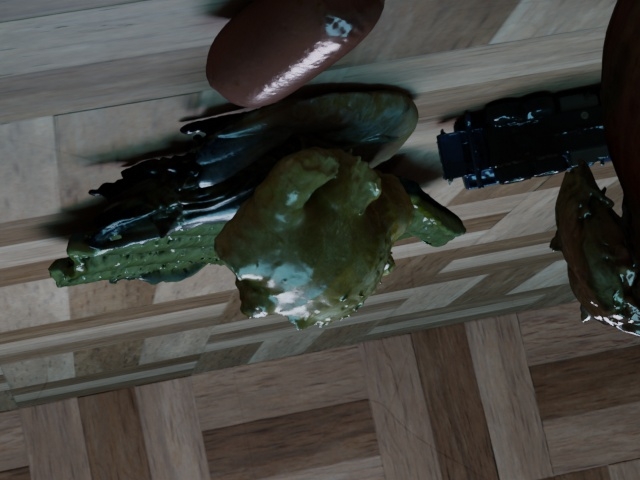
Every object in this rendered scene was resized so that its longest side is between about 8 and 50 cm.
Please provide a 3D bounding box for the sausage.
[{"bbox_3d":[-0.019,-0.127,1.008,0.062,0.062,0.154,-6,168,-32],"label":"sausage"}]

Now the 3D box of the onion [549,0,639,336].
[{"bbox_3d":[0.334,-0.068,1.018,0.353,0.354,0.353,-12,170,-2],"label":"onion"}]

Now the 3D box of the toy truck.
[{"bbox_3d":[0.206,-0.089,1.472,0.201,0.074,0.088,-11,175,-3],"label":"toy truck"}]

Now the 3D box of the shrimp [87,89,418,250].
[{"bbox_3d":[-0.055,-0.064,1.326,0.289,0.075,0.178,-10,162,-5],"label":"shrimp"}]

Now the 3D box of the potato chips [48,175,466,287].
[{"bbox_3d":[-0.060,-0.005,1.652,0.358,0.070,0.429,-15,170,27],"label":"potato chips"}]

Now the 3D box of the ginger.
[{"bbox_3d":[0.000,0.000,1.321,0.102,0.157,0.216,34,-174,32],"label":"ginger"}]
